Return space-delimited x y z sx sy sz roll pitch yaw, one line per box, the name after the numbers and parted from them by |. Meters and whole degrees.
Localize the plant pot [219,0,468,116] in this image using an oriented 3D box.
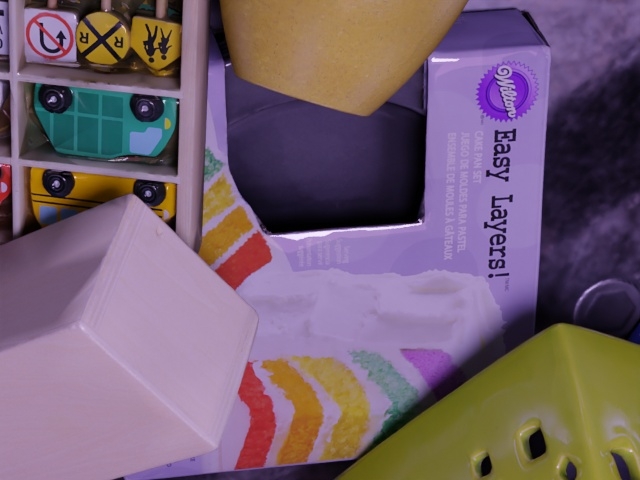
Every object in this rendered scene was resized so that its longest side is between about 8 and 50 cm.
0.005 -0.114 0.824 0.134 0.134 0.095 15 98 -17 | plant pot

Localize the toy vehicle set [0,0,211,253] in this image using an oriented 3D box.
-0.188 -0.078 0.859 0.266 0.035 0.166 7 118 6 | toy vehicle set

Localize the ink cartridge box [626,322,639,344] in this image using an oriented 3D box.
0.320 0.031 1.043 0.185 0.065 0.311 26 112 -21 | ink cartridge box

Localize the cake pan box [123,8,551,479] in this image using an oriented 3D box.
0.000 0.000 0.963 0.245 0.070 0.267 -4 117 -10 | cake pan box

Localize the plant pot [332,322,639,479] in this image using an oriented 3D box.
0.155 0.207 0.963 0.227 0.207 0.228 20 134 -34 | plant pot

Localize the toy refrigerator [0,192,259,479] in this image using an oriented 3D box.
-0.169 0.070 0.891 0.269 0.094 0.102 -20 128 36 | toy refrigerator
